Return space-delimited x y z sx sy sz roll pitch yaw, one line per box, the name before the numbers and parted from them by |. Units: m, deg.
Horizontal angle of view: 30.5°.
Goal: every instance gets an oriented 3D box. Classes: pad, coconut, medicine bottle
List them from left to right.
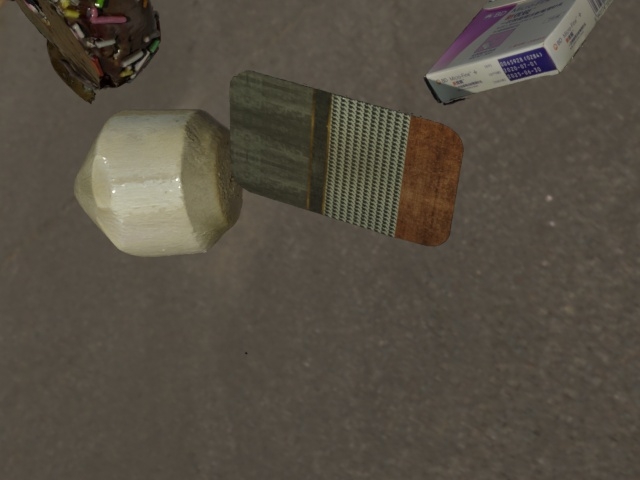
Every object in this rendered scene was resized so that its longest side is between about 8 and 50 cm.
coconut | -0.264 -0.093 1.876 0.265 0.237 0.237 1 58 10
pad | 0.008 -0.009 1.242 0.055 0.250 0.323 -50 -27 -60
medicine bottle | 0.244 -0.248 1.434 0.201 0.052 0.171 -7 37 52

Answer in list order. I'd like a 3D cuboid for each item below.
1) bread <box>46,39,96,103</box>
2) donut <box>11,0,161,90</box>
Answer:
bread | -0.408 -0.292 1.904 0.044 0.129 0.126 -27 66 -22
donut | -0.312 -0.323 1.495 0.136 0.345 0.259 -43 79 -11
